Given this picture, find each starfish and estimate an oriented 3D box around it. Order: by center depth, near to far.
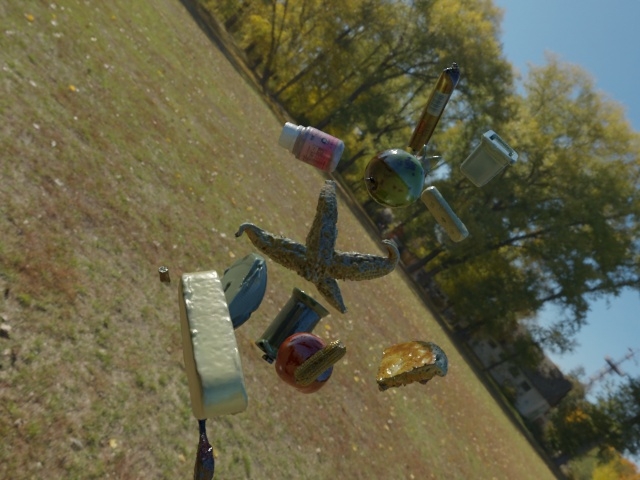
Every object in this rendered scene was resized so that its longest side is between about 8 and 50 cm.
[{"bbox_3d":[0.000,0.000,1.488,0.432,0.324,0.082,42,2,14],"label":"starfish"}]

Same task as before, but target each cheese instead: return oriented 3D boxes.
[{"bbox_3d":[-0.272,0.303,1.230,0.384,0.104,0.384,173,-90,-71],"label":"cheese"},{"bbox_3d":[0.383,-0.081,1.566,0.194,0.043,0.065,53,-29,7],"label":"cheese"}]

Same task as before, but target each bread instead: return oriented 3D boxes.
[{"bbox_3d":[-0.694,0.152,2.245,0.036,0.047,0.083,-80,178,-45],"label":"bread"}]

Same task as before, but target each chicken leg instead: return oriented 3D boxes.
[{"bbox_3d":[-0.325,0.601,1.399,0.106,0.051,0.253,169,-76,-66],"label":"chicken leg"}]

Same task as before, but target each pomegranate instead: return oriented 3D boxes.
[{"bbox_3d":[0.202,-0.174,1.257,0.156,0.220,0.156,35,-24,19],"label":"pomegranate"}]

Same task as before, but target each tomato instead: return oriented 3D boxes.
[{"bbox_3d":[-0.033,0.439,1.778,0.139,0.200,0.233,13,-22,49],"label":"tomato"}]

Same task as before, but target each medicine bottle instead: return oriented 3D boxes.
[{"bbox_3d":[-0.037,-0.373,2.000,0.247,0.147,0.147,25,8,0],"label":"medicine bottle"}]

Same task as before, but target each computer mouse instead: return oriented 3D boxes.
[{"bbox_3d":[-0.331,0.236,1.957,0.228,0.429,0.145,-3,-45,46],"label":"computer mouse"}]

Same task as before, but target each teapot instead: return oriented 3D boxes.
[{"bbox_3d":[-0.125,0.405,2.247,0.200,0.337,0.270,32,-11,33],"label":"teapot"}]

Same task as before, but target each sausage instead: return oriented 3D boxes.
[{"bbox_3d":[0.412,-0.477,1.826,0.082,0.082,0.371,56,-32,28],"label":"sausage"}]

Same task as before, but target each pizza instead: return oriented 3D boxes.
[{"bbox_3d":[0.261,0.389,1.533,0.086,0.226,0.335,59,-19,-7],"label":"pizza"}]

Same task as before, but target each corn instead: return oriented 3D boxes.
[{"bbox_3d":[-0.003,0.397,1.637,0.068,0.207,0.068,49,7,-8],"label":"corn"}]

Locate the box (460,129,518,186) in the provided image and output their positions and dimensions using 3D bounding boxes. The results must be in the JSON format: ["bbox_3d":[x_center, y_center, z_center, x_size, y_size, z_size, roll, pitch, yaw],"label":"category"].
[{"bbox_3d":[0.723,-0.348,2.187,0.175,0.182,0.312,45,26,7],"label":"box"}]
